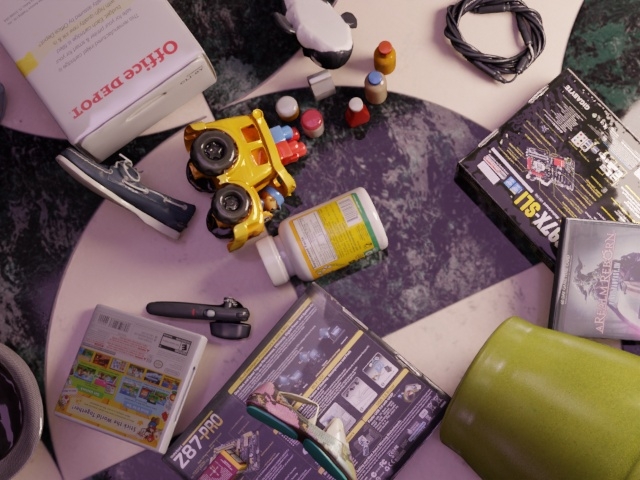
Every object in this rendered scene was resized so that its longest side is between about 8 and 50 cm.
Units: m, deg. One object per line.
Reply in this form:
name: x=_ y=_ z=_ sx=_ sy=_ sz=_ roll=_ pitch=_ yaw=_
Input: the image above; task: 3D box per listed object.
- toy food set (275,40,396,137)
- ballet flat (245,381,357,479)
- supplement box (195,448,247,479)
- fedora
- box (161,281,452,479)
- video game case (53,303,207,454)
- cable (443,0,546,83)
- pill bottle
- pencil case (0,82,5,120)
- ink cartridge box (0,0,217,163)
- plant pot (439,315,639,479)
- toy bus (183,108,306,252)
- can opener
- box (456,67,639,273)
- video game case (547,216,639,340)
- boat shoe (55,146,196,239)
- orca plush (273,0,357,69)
toy food set: x=0.035 y=-0.260 z=1.897 sx=0.232 sy=0.104 sz=0.111 roll=-21 pitch=79 yaw=0
ballet flat: x=-0.016 y=0.300 z=1.729 sx=0.222 sy=0.077 sz=0.079 roll=35 pitch=65 yaw=11
supplement box: x=-0.163 y=0.379 z=1.734 sx=0.043 sy=0.055 sz=0.083 roll=41 pitch=87 yaw=12
fedora: x=-0.575 y=0.302 z=1.829 sx=0.244 sy=0.124 sz=0.275 roll=-35 pitch=71 yaw=-5
box: x=-0.019 y=0.319 z=1.806 sx=0.318 sy=0.097 sz=0.395 roll=39 pitch=85 yaw=8
video game case: x=-0.324 y=0.231 z=1.835 sx=0.227 sy=0.026 sz=0.206 roll=14 pitch=77 yaw=25
cable: x=0.309 y=-0.376 z=1.928 sx=0.184 sy=0.047 sz=0.150 roll=37 pitch=84 yaw=10
pill bottle: x=0.000 y=0.000 z=1.848 sx=0.209 sy=0.117 sz=0.117 roll=-24 pitch=79 yaw=-1
pencil case: x=-0.707 y=-0.271 z=1.944 sx=0.273 sy=0.113 sz=0.124 roll=19 pitch=91 yaw=6
ink cartridge box: x=-0.408 y=-0.371 z=1.917 sx=0.279 sy=0.160 sz=0.384 roll=-36 pitch=79 yaw=-1
plant pot: x=0.390 y=0.300 z=1.675 sx=0.353 sy=0.366 sz=0.366 roll=30 pitch=83 yaw=19
toy bus: x=-0.114 y=-0.114 z=1.876 sx=0.212 sy=0.149 sz=0.220 roll=-19 pitch=81 yaw=-16
can opener: x=-0.211 y=0.126 z=1.870 sx=0.186 sy=0.059 sz=0.073 roll=8 pitch=81 yaw=5
box: x=0.435 y=-0.095 z=1.857 sx=0.257 sy=0.079 sz=0.322 roll=-42 pitch=80 yaw=-2
video game case: x=0.518 y=0.068 z=1.787 sx=0.274 sy=0.026 sz=0.196 roll=4 pitch=97 yaw=-12
boat shoe: x=-0.332 y=-0.094 z=1.864 sx=0.255 sy=0.095 sz=0.079 roll=33 pitch=86 yaw=-15
orca plush: x=-0.038 y=-0.374 z=1.926 sx=0.151 sy=0.102 sz=0.287 roll=-23 pitch=52 yaw=-37
